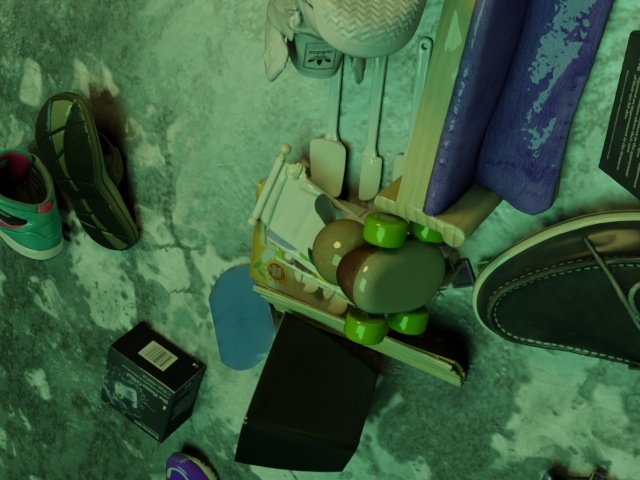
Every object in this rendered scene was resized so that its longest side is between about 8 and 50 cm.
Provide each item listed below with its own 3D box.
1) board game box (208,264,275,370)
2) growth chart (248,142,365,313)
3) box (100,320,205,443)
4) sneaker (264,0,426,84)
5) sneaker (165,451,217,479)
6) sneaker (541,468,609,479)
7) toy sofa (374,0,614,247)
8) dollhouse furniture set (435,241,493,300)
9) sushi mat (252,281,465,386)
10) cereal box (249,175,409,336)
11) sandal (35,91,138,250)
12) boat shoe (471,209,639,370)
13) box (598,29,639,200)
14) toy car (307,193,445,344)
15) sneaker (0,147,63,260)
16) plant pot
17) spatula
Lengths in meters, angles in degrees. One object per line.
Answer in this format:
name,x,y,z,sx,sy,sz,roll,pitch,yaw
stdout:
board game box,-0.117,0.124,1.243,0.133,0.033,0.168,-29,67,36
growth chart,0.000,0.000,1.070,0.237,0.021,0.172,40,128,8
box,-0.315,0.265,1.436,0.156,0.093,0.158,32,129,15
sneaker,0.018,-0.237,0.818,0.138,0.365,0.210,-1,131,-10
sneaker,-0.270,0.568,1.537,0.102,0.146,0.293,7,119,30
sneaker,0.401,0.369,1.045,0.209,0.069,0.082,11,117,28
toy sofa,0.194,-0.178,0.821,0.177,0.150,0.362,24,124,21
dollhouse furniture set,0.193,0.033,0.986,0.114,0.081,0.091,-10,109,36
sushi mat,0.057,0.137,1.111,0.317,0.019,0.151,20,166,23
cereal box,0.012,0.021,1.118,0.240,0.047,0.173,22,124,20
sandal,-0.378,-0.116,1.280,0.120,0.086,0.302,9,134,23
boat shoe,0.392,0.074,0.820,0.500,0.156,0.186,-2,126,33
box,0.370,-0.096,0.711,0.108,0.207,0.153,-5,122,-12
toy car,0.050,0.018,0.983,0.188,0.149,0.155,30,117,44
sneaker,-0.593,-0.100,1.391,0.296,0.124,0.178,28,132,8
plant pot,-0.017,0.250,1.162,0.167,0.187,0.188,20,147,1
spatula,0.065,-0.155,1.007,0.168,0.019,0.242,18,124,25
